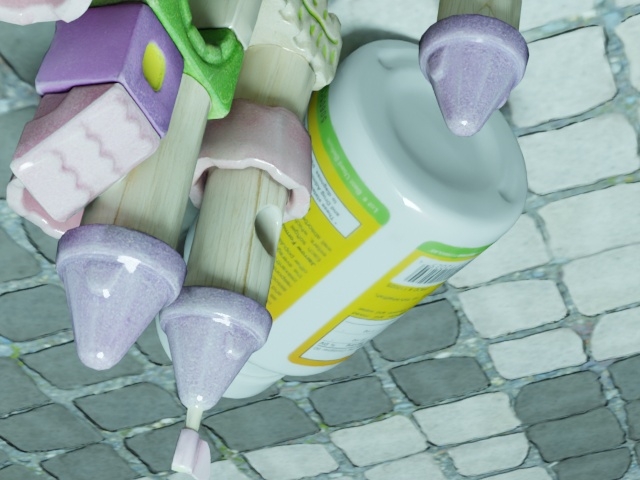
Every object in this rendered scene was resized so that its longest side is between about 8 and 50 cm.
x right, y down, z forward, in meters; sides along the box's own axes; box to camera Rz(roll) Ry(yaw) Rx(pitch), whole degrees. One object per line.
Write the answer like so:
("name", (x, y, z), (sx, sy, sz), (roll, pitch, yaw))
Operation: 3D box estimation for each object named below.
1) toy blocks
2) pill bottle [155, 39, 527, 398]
("toy blocks", (-0.059, -0.068, 0.568), (0.309, 0.260, 0.288), (-2, 147, 22))
("pill bottle", (0.000, 0.000, 0.837), (0.136, 0.136, 0.245), (18, 138, -31))
